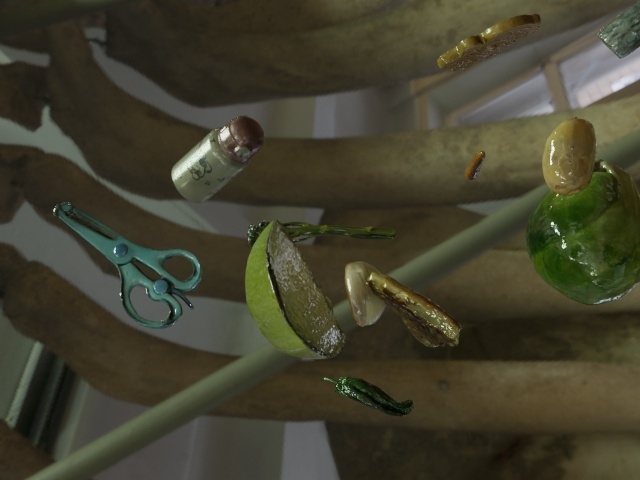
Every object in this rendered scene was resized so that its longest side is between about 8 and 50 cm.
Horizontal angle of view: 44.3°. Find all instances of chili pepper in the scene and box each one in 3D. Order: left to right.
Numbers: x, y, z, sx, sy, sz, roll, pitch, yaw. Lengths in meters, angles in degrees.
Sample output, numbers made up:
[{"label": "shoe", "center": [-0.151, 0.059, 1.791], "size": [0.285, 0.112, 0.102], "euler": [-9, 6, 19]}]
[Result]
[{"label": "chili pepper", "center": [0.131, 0.429, 2.211], "size": [0.122, 0.278, 0.065], "euler": [53, -122, -81]}]

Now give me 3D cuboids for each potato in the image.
[{"label": "potato", "center": [0.556, -0.187, 1.757], "size": [0.118, 0.109, 0.178], "euler": [13, -95, -53]}]

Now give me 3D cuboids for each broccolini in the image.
[{"label": "broccolini", "center": [0.000, -0.004, 2.084], "size": [0.074, 0.392, 0.079], "euler": [92, -178, -68]}]

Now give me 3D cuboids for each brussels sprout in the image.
[{"label": "brussels sprout", "center": [0.654, -0.023, 1.904], "size": [0.281, 0.289, 0.355], "euler": [21, -108, -1]}]

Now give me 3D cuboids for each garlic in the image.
[{"label": "garlic", "center": [0.131, 0.134, 2.270], "size": [0.128, 0.115, 0.207], "euler": [44, -150, -64]}]

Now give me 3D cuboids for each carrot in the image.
[{"label": "carrot", "center": [0.409, -0.203, 2.071], "size": [0.190, 0.037, 0.037], "euler": [80, 171, -75]}]

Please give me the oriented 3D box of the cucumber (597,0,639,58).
[{"label": "cucumber", "center": [0.498, -0.339, 1.235], "size": [0.064, 0.112, 0.064], "euler": [45, -159, -22]}]

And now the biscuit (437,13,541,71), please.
[{"label": "biscuit", "center": [0.363, -0.431, 1.695], "size": [0.166, 0.225, 0.036], "euler": [-9, -102, -54]}]

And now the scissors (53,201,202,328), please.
[{"label": "scissors", "center": [-0.412, 0.034, 1.638], "size": [0.393, 0.180, 0.032], "euler": [34, 162, 17]}]

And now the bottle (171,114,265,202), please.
[{"label": "bottle", "center": [-0.216, -0.182, 1.706], "size": [0.110, 0.233, 0.110], "euler": [31, -138, -32]}]

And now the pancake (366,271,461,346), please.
[{"label": "pancake", "center": [0.241, 0.189, 1.966], "size": [0.266, 0.057, 0.244], "euler": [33, 163, 26]}]

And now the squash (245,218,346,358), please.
[{"label": "squash", "center": [-0.020, 0.096, 1.170], "size": [0.204, 0.155, 0.237], "euler": [-43, -73, -40]}]
